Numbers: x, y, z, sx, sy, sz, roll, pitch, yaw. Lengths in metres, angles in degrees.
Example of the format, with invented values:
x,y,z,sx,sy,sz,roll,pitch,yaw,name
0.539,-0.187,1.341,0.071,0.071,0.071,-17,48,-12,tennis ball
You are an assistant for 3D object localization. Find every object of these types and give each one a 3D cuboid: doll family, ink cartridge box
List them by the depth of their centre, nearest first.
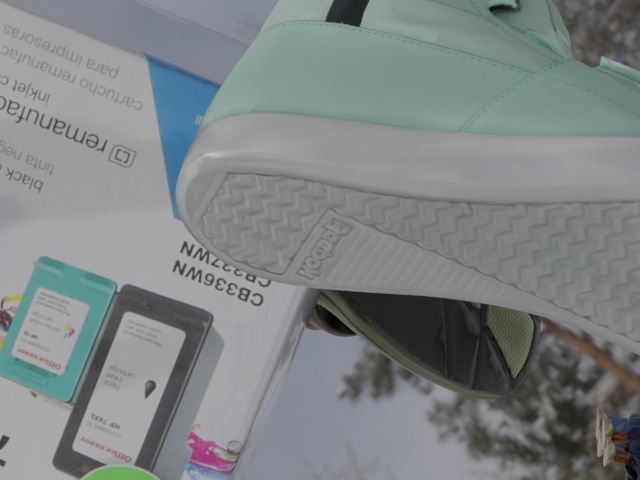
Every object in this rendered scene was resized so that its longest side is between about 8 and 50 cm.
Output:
x,y,z,sx,sy,sz,roll,pitch,yaw,name
-0.108,0.029,0.806,0.197,0.198,0.270,-58,-10,-78,ink cartridge box
0.246,0.167,1.104,0.111,0.193,0.076,1,-45,5,doll family

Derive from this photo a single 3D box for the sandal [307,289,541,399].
x,y,z,sx,sy,sz,roll,pitch,yaw,name
-0.001,-0.002,0.993,0.120,0.303,0.086,-66,6,-24,sandal

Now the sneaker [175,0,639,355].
x,y,z,sx,sy,sz,roll,pitch,yaw,name
0.094,-0.047,0.541,0.094,0.256,0.151,90,-166,-51,sneaker
